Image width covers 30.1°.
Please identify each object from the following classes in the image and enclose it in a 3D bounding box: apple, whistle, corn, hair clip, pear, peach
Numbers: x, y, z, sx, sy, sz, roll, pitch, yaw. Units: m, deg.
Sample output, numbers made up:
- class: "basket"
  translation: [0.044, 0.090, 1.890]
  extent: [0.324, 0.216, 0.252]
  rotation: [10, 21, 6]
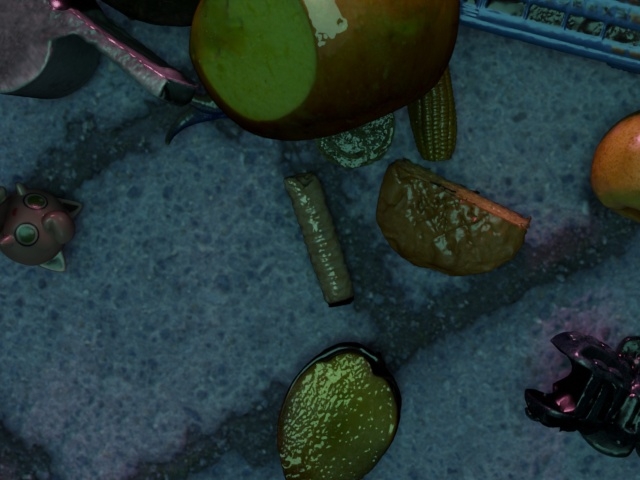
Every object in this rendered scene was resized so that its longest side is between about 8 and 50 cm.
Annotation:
- class: "apple"
  translation: [-0.008, -0.324, 1.608]
  extent: [0.383, 0.374, 0.374]
  rotation: [-13, 97, 10]
- class: "whistle"
  translation: [-0.373, -0.303, 1.765]
  extent: [0.404, 0.168, 0.188]
  rotation: [6, 95, 14]
- class: "corn"
  translation: [0.160, -0.234, 1.789]
  extent: [0.080, 0.080, 0.231]
  rotation: [-9, 101, 7]
- class: "hair clip"
  translation: [0.463, 0.244, 1.761]
  extent: [0.310, 0.206, 0.195]
  rotation: [27, 95, 6]
- class: "pear"
  translation: [0.484, -0.109, 1.737]
  extent: [0.178, 0.178, 0.178]
  rotation: [1, 98, 6]
- class: "peach"
  translation: [0.021, 0.288, 1.883]
  extent: [0.189, 0.068, 0.279]
  rotation: [26, 98, -6]

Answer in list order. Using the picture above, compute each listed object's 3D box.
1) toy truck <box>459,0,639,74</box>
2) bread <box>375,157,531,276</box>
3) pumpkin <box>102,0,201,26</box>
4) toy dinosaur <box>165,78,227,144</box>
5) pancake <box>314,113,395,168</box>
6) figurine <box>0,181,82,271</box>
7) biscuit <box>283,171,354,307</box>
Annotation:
- class: "toy truck"
  translation: [0.365, -0.351, 1.709]
  extent: [0.384, 0.161, 0.162]
  rotation: [15, 109, 3]
- class: "bread"
  translation: [0.189, -0.025, 1.790]
  extent: [0.229, 0.143, 0.140]
  rotation: [26, 111, 5]
- class: "pumpkin"
  translation: [-0.219, -0.458, 1.729]
  extent: [0.300, 0.207, 0.300]
  rotation: [0, 93, -1]
- class: "toy dinosaur"
  translation: [-0.111, -0.205, 1.825]
  extent: [0.188, 0.075, 0.248]
  rotation: [39, 94, -3]
- class: "pancake"
  translation: [0.051, -0.169, 1.835]
  extent: [0.129, 0.022, 0.116]
  rotation: [-1, 100, 6]
- class: "figurine"
  translation: [-0.449, -0.023, 1.860]
  extent: [0.138, 0.125, 0.125]
  rotation: [17, 100, -12]
- class: "biscuit"
  translation: [0.000, 0.000, 1.846]
  extent: [0.055, 0.061, 0.219]
  rotation: [-13, 96, 53]
